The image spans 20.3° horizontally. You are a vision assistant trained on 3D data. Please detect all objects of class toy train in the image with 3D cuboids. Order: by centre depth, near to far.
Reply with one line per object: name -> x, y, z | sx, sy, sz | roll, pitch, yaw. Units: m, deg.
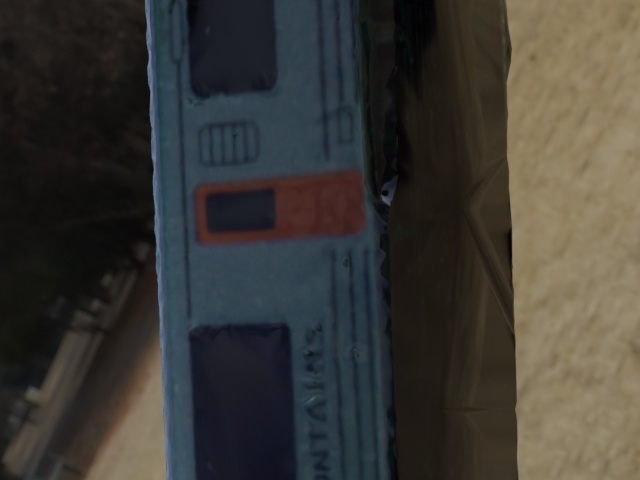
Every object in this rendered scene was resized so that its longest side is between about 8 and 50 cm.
toy train -> 0.000, 0.000, 0.485 | 0.086, 0.089, 0.410 | 4, -97, -64
